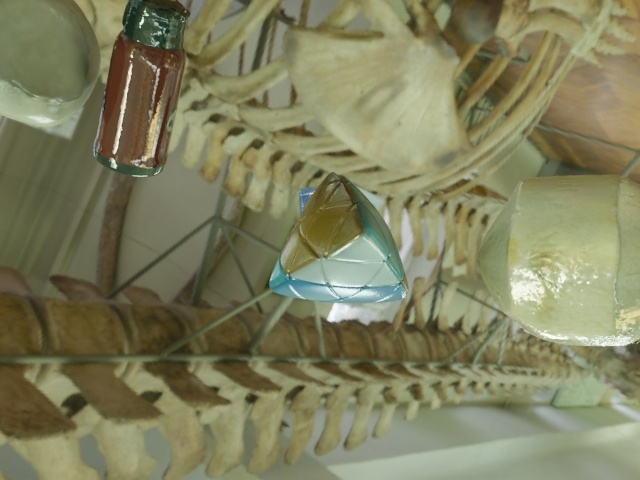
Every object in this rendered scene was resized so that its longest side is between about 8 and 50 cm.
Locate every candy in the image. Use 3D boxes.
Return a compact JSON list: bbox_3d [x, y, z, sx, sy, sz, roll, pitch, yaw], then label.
[{"bbox_3d":[-0.546,-0.354,1.215,0.185,0.295,0.295,0,166,40],"label":"candy"}]

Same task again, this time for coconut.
[{"bbox_3d":[0.312,0.026,0.828,0.241,0.241,0.241,25,-176,-2],"label":"coconut"}]

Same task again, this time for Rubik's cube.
[{"bbox_3d":[0.075,0.022,1.101,0.254,0.254,0.254,25,-176,-2],"label":"Rubik's cube"}]

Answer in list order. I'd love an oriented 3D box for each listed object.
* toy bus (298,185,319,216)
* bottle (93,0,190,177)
[{"bbox_3d":[-0.003,0.000,1.427,0.079,0.236,0.094,-2,-179,28],"label":"toy bus"},{"bbox_3d":[-0.331,-0.297,1.258,0.144,0.336,0.144,17,-153,-9],"label":"bottle"}]
